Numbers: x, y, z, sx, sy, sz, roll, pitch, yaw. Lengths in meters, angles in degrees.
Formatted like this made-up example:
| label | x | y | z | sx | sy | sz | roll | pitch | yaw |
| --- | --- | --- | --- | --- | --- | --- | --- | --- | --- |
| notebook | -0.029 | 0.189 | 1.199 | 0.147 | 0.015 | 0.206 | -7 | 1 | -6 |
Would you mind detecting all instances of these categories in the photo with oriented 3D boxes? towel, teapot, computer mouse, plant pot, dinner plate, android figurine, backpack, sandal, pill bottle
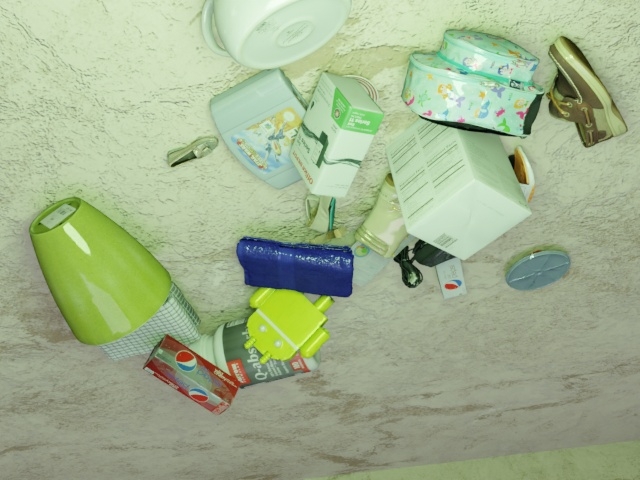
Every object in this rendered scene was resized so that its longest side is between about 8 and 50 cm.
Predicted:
| label | x | y | z | sx | sy | sz | roll | pitch | yaw |
| --- | --- | --- | --- | --- | --- | --- | --- | --- | --- |
| towel | -0.061 | 0.068 | 1.770 | 0.308 | 0.076 | 0.228 | 8 | 153 | 4 |
| teapot | -0.084 | -0.426 | 1.132 | 0.255 | 0.187 | 0.252 | -25 | 170 | -7 |
| computer mouse | 0.322 | 0.008 | 1.785 | 0.272 | 0.188 | 0.072 | -26 | 120 | 8 |
| plant pot | -0.550 | 0.050 | 1.590 | 0.274 | 0.275 | 0.294 | -18 | 124 | 11 |
| dinner plate | 0.055 | -0.303 | 1.436 | 0.141 | 0.017 | 0.141 | -6 | 141 | -5 |
| android figurine | -0.096 | 0.228 | 1.885 | 0.273 | 0.248 | 0.056 | -44 | 165 | -7 |
| backpack | 0.294 | -0.312 | 1.316 | 0.253 | 0.225 | 0.191 | 2 | 118 | -7 |
| sandal | 0.484 | -0.124 | 1.681 | 0.076 | 0.102 | 0.265 | -14 | 143 | 1 |
| towel | -0.512 | 0.225 | 1.900 | 0.283 | 0.121 | 0.235 | -14 | 143 | 4 |
| pill bottle | -0.199 | 0.334 | 2.021 | 0.362 | 0.210 | 0.210 | -17 | 141 | 8 |

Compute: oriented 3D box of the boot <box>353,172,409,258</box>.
| label | x | y | z | sx | sy | sz | roll | pitch | yaw |
| --- | --- | --- | --- | --- | --- | --- | --- | --- | --- |
| boot | 0.235 | -0.041 | 1.697 | 0.261 | 0.095 | 0.204 | 18 | 117 | -24 |

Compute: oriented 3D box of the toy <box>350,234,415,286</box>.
| label | x | y | z | sx | sy | sz | roll | pitch | yaw |
| --- | --- | --- | --- | --- | --- | --- | --- | --- | --- |
| toy | 0.141 | 0.019 | 1.825 | 0.136 | 0.056 | 0.237 | 26 | 125 | -31 |

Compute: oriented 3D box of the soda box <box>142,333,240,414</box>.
| label | x | y | z | sx | sy | sz | roll | pitch | yaw |
| --- | --- | --- | --- | --- | --- | --- | --- | --- | --- |
| soda box | -0.363 | 0.384 | 1.889 | 0.263 | 0.092 | 0.083 | 37 | 127 | -13 |

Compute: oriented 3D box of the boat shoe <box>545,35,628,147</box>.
| label | x | y | z | sx | sy | sz | roll | pitch | yaw |
| --- | --- | --- | --- | --- | --- | --- | --- | --- | --- |
| boat shoe | 0.561 | -0.308 | 1.458 | 0.123 | 0.123 | 0.342 | -32 | 143 | 24 |

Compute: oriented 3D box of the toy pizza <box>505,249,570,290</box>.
| label | x | y | z | sx | sy | sz | roll | pitch | yaw |
| --- | --- | --- | --- | --- | --- | --- | --- | --- | --- |
| toy pizza | 0.664 | 0.087 | 2.036 | 0.201 | 0.032 | 0.201 | -7 | 142 | -5 |

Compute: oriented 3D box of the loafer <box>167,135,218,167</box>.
| label | x | y | z | sx | sy | sz | roll | pitch | yaw |
| --- | --- | --- | --- | --- | --- | --- | --- | --- | --- |
| loafer | -0.284 | -0.193 | 1.483 | 0.125 | 0.039 | 0.045 | -19 | 140 | 11 |

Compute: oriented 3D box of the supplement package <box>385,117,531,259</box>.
| label | x | y | z | sx | sy | sz | roll | pitch | yaw |
| --- | --- | --- | --- | --- | --- | --- | --- | --- | --- |
| supplement package | 0.301 | -0.137 | 1.495 | 0.199 | 0.263 | 0.198 | 24 | 131 | -34 |

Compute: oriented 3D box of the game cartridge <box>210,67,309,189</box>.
| label | x | y | z | sx | sy | sz | roll | pitch | yaw |
| --- | --- | --- | --- | --- | --- | --- | --- | --- | --- |
| game cartridge | -0.100 | -0.232 | 1.466 | 0.198 | 0.062 | 0.297 | -27 | 139 | 15 |

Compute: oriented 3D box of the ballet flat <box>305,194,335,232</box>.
| label | x | y | z | sx | sy | sz | roll | pitch | yaw |
| --- | --- | --- | --- | --- | --- | --- | --- | --- | --- |
| ballet flat | 0.006 | -0.107 | 1.628 | 0.086 | 0.086 | 0.248 | -1 | 142 | -11 |

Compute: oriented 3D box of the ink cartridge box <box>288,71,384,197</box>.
| label | x | y | z | sx | sy | sz | roll | pitch | yaw |
| --- | --- | --- | --- | --- | --- | --- | --- | --- | --- |
| ink cartridge box | 0.027 | -0.214 | 1.366 | 0.086 | 0.153 | 0.208 | 4 | 127 | -31 |

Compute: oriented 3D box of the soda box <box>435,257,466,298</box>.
| label | x | y | z | sx | sy | sz | roll | pitch | yaw |
| --- | --- | --- | --- | --- | --- | --- | --- | --- | --- |
| soda box | 0.375 | 0.084 | 1.943 | 0.073 | 0.069 | 0.216 | -15 | 141 | 8 |

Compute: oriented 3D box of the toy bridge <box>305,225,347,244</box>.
| label | x | y | z | sx | sy | sz | roll | pitch | yaw |
| --- | --- | --- | --- | --- | --- | --- | --- | --- | --- |
| toy bridge | 0.000 | 0.000 | 1.767 | 0.188 | 0.026 | 0.063 | -24 | -176 | 41 |
